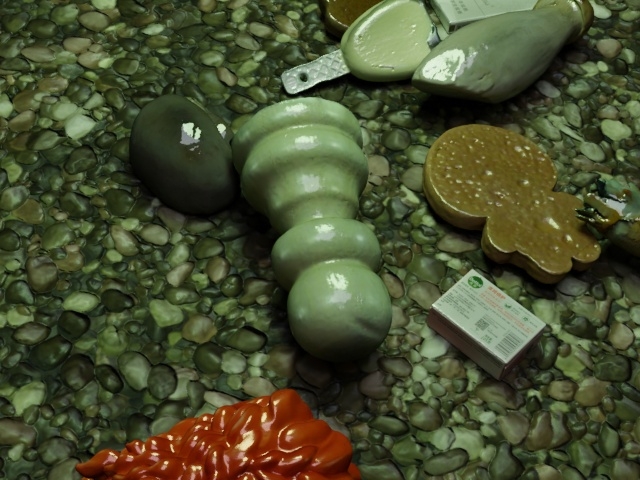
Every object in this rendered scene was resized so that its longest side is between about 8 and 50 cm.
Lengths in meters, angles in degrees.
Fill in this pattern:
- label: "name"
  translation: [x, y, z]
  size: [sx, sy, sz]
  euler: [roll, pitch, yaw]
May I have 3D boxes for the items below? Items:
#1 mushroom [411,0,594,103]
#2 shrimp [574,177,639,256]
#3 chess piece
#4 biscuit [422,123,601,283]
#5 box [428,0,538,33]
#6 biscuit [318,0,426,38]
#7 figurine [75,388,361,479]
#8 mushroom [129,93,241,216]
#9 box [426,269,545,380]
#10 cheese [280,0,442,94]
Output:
- label: "mushroom"
  translation: [0.279, -0.287, 1.825]
  size: [0.350, 0.128, 0.128]
  euler: [-32, 62, -33]
- label: "shrimp"
  translation: [0.494, -0.047, 1.683]
  size: [0.287, 0.068, 0.185]
  euler: [-31, 74, -37]
- label: "chess piece"
  translation: [0.000, 0.000, 1.537]
  size: [0.182, 0.182, 0.330]
  euler: [-6, 59, -13]
- label: "biscuit"
  translation: [0.264, -0.053, 1.685]
  size: [0.202, 0.044, 0.288]
  euler: [-27, 61, -28]
- label: "box"
  translation: [0.276, -0.393, 1.968]
  size: [0.198, 0.029, 0.109]
  euler: [-12, 54, -16]
- label: "biscuit"
  translation: [0.077, -0.442, 1.949]
  size: [0.184, 0.047, 0.319]
  euler: [2, 62, -18]
- label: "figurine"
  translation: [-0.109, 0.350, 1.212]
  size: [0.306, 0.241, 0.411]
  euler: [4, 61, 6]
- label: "mushroom"
  translation: [-0.182, -0.127, 1.646]
  size: [0.141, 0.117, 0.188]
  euler: [-35, 67, -17]
- label: "box"
  translation: [0.210, 0.107, 1.548]
  size: [0.125, 0.043, 0.089]
  euler: [40, 57, 22]
- label: "cheese"
  translation: [0.057, -0.279, 1.819]
  size: [0.252, 0.054, 0.127]
  euler: [-23, 86, -12]
